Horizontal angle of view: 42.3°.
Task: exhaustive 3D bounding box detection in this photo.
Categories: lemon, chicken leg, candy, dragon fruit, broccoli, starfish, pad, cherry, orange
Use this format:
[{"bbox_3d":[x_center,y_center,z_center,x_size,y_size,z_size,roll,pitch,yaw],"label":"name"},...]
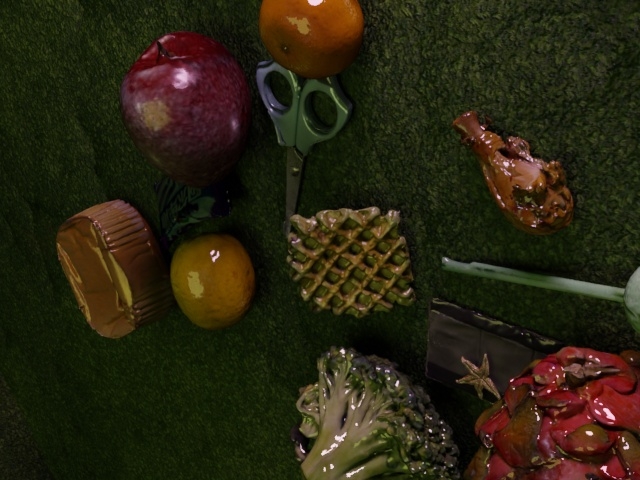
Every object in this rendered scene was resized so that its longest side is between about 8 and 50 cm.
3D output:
[{"bbox_3d":[-0.204,0.078,1.590,0.170,0.170,0.207,10,122,39],"label":"lemon"},{"bbox_3d":[0.257,-0.095,1.112,0.207,0.085,0.101,53,173,14],"label":"chicken leg"},{"bbox_3d":[-0.259,-0.079,1.606,0.275,0.070,0.145,-25,76,49],"label":"candy"},{"bbox_3d":[0.379,0.274,1.126,0.314,0.296,0.262,11,88,42],"label":"dragon fruit"},{"bbox_3d":[0.089,0.350,1.456,0.324,0.272,0.334,-109,13,-50],"label":"broccoli"},{"bbox_3d":[0.259,0.221,1.327,0.092,0.016,0.086,44,137,19],"label":"starfish"},{"bbox_3d":[0.340,0.064,1.137,0.440,0.119,0.119,8,120,48],"label":"candy"},{"bbox_3d":[0.273,0.193,1.325,0.233,0.022,0.174,17,125,33],"label":"pad"},{"bbox_3d":[-0.216,-0.212,1.373,0.203,0.230,0.300,-5,130,7],"label":"cherry"},{"bbox_3d":[-0.009,-0.312,1.184,0.159,0.136,0.159,33,152,20],"label":"orange"}]

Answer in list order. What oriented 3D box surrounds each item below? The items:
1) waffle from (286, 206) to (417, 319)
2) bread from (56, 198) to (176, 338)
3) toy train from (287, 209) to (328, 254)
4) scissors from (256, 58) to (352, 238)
[{"bbox_3d":[0.047,0.039,1.363,0.204,0.054,0.223,-8,122,11],"label":"waffle"},{"bbox_3d":[-0.438,0.058,1.808,0.204,0.156,0.288,-23,95,40],"label":"bread"},{"bbox_3d":[0.000,0.000,1.435,0.087,0.050,0.138,53,138,9],"label":"toy train"},{"bbox_3d":[-0.043,-0.144,1.400,0.191,0.029,0.360,30,132,25],"label":"scissors"}]
